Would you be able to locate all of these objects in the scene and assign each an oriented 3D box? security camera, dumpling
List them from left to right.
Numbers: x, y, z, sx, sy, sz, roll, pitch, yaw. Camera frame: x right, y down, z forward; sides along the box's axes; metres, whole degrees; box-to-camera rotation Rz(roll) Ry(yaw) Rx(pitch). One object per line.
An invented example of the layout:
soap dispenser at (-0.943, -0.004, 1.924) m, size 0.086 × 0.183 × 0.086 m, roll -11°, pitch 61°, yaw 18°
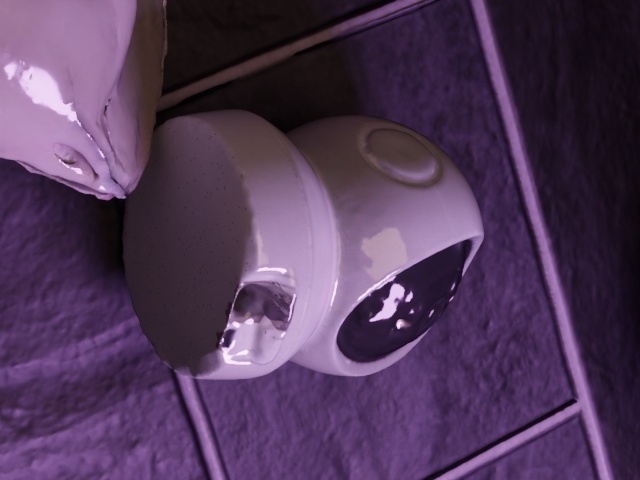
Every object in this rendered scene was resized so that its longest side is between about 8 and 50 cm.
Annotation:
dumpling at (-0.226, -0.190, 1.258) m, size 0.341 × 0.181 × 0.260 m, roll 22°, pitch 59°, yaw -16°
security camera at (0.000, 0.000, 1.403) m, size 0.236 × 0.195 × 0.194 m, roll -2°, pitch 98°, yaw -35°
